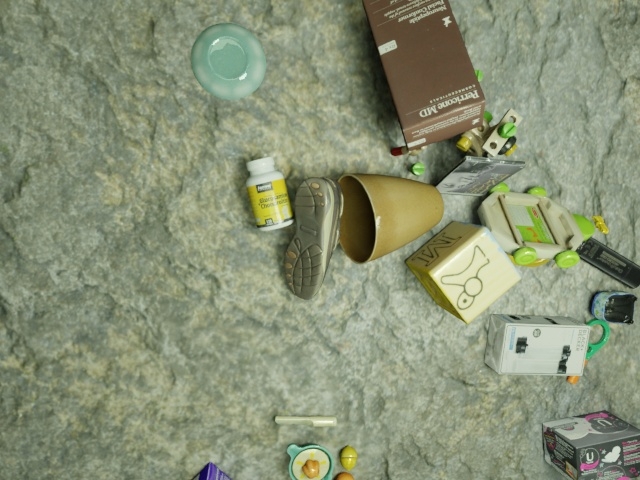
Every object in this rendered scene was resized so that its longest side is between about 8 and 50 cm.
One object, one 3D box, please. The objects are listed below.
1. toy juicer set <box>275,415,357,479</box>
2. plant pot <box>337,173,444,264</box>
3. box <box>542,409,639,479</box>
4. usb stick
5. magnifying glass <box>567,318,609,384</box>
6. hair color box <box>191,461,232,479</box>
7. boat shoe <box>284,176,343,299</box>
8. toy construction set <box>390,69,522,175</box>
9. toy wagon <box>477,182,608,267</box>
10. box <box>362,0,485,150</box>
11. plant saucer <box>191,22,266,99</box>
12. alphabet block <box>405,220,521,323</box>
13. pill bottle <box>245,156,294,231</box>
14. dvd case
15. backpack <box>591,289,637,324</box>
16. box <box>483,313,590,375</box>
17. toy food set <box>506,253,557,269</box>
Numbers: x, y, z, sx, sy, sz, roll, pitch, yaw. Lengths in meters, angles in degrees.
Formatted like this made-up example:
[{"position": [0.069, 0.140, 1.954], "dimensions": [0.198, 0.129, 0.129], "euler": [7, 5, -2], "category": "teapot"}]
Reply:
[{"position": [0.007, 0.656, 1.232], "dimensions": [0.209, 0.089, 0.329], "euler": [-16, 99, -6], "category": "toy juicer set"}, {"position": [0.194, -0.075, 1.114], "dimensions": [0.254, 0.237, 0.237], "euler": [-11, 99, -23], "category": "plant pot"}, {"position": [0.879, 0.664, 1.330], "dimensions": [0.247, 0.163, 0.142], "euler": [-6, 95, -8], "category": "box"}, {"position": [0.921, 0.068, 1.318], "dimensions": [0.278, 0.045, 0.077], "euler": [27, 100, -11], "category": "usb stick"}, {"position": [0.879, 0.367, 1.363], "dimensions": [0.092, 0.026, 0.231], "euler": [24, 91, -11], "category": "magnifying glass"}, {"position": [-0.272, 0.841, 1.205], "dimensions": [0.185, 0.110, 0.339], "euler": [-43, 100, -3], "category": "hair color box"}, {"position": [0.000, 0.000, 1.111], "dimensions": [0.130, 0.132, 0.355], "euler": [-21, 132, -48], "category": "boat shoe"}, {"position": [0.364, -0.285, 1.087], "dimensions": [0.309, 0.237, 0.257], "euler": [-26, 101, -4], "category": "toy construction set"}, {"position": [0.627, -0.040, 1.162], "dimensions": [0.344, 0.267, 0.068], "euler": [5, 140, -6], "category": "toy wagon"}, {"position": [0.245, -0.437, 1.008], "dimensions": [0.191, 0.143, 0.381], "euler": [-18, 77, 14], "category": "box"}, {"position": [-0.239, -0.469, 1.072], "dimensions": [0.195, 0.037, 0.195], "euler": [-1, 98, -8], "category": "plant saucer"}, {"position": [0.395, 0.082, 1.163], "dimensions": [0.197, 0.193, 0.192], "euler": [-39, 100, -2], "category": "alphabet block"}, {"position": [-0.139, -0.124, 1.099], "dimensions": [0.103, 0.103, 0.184], "euler": [-15, 100, -7], "category": "pill bottle"}, {"position": [0.417, -0.168, 1.124], "dimensions": [0.164, 0.221, 0.018], "euler": [3, 76, -9], "category": "dvd case"}, {"position": [0.926, 0.211, 1.317], "dimensions": [0.114, 0.084, 0.105], "euler": [2, 97, -14], "category": "backpack"}, {"position": [0.676, 0.326, 1.292], "dimensions": [0.290, 0.087, 0.169], "euler": [5, 97, -10], "category": "box"}, {"position": [0.642, 0.011, 1.262], "dimensions": [0.218, 0.071, 0.128], "euler": [10, 120, -8], "category": "toy food set"}]
